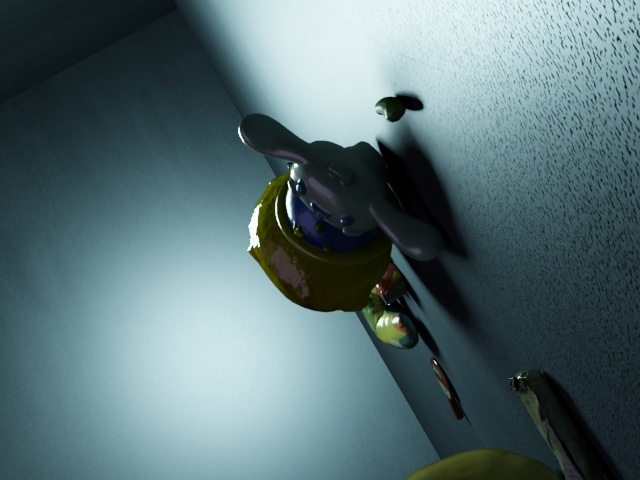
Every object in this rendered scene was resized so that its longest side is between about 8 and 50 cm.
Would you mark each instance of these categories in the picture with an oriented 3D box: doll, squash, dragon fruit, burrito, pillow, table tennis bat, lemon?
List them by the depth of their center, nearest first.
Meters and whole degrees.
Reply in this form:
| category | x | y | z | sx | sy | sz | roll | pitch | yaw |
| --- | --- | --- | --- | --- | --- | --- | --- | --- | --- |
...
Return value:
| category | x | y | z | sx | sy | sz | roll | pitch | yaw |
| --- | --- | --- | --- | --- | --- | --- | --- | --- | --- |
| squash | 0.075 | -0.144 | 0.978 | 0.027 | 0.027 | 0.089 | 62 | -179 | -16 |
| burrito | 0.270 | 0.219 | 1.008 | 0.171 | 0.042 | 0.051 | 63 | 174 | 17 |
| doll | 0.057 | -0.054 | 1.243 | 0.311 | 0.159 | 0.243 | 32 | 149 | 27 |
| lemon | 0.000 | 0.000 | 1.552 | 0.288 | 0.233 | 0.233 | 57 | 175 | 23 |
| dragon fruit | 0.128 | 0.081 | 1.726 | 0.060 | 0.056 | 0.083 | 58 | 177 | 25 |
| pillow | 0.129 | 0.121 | 1.884 | 0.233 | 0.086 | 0.214 | 63 | 170 | -4 |
| table tennis bat | 0.270 | 0.315 | 1.919 | 0.155 | 0.019 | 0.098 | 65 | 175 | -18 |

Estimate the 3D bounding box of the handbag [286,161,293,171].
| category | x | y | z | sx | sy | sz | roll | pitch | yaw |
| --- | --- | --- | --- | --- | --- | --- | --- | --- | --- |
| handbag | -0.044 | -0.157 | 2.311 | 0.111 | 0.047 | 0.072 | 62 | 178 | 14 |

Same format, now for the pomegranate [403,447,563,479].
| category | x | y | z | sx | sy | sz | roll | pitch | yaw |
| --- | --- | --- | --- | --- | --- | --- | --- | --- | --- |
| pomegranate | 0.224 | 0.445 | 1.254 | 0.333 | 0.332 | 0.332 | 60 | 176 | 7 |
